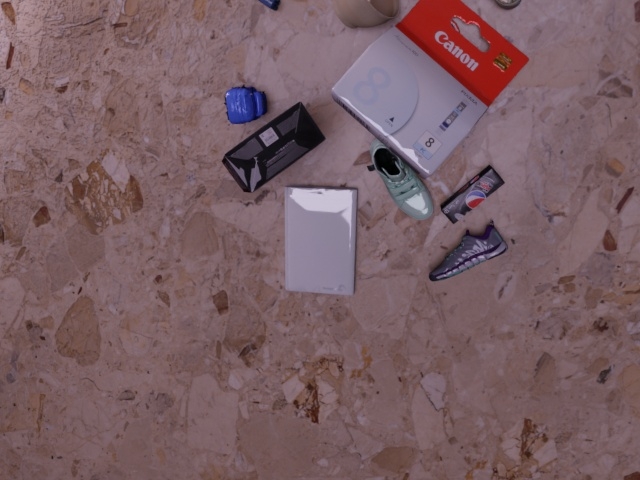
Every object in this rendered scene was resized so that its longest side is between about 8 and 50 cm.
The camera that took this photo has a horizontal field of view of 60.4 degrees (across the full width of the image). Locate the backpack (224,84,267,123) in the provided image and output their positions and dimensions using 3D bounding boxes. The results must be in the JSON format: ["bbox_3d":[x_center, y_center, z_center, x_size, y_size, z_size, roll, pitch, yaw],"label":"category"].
[{"bbox_3d":[-0.197,-0.358,1.439,0.101,0.120,0.098,-7,105,12],"label":"backpack"}]

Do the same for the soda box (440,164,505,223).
[{"bbox_3d":[0.396,-0.120,1.441,0.169,0.060,0.053,-42,97,19],"label":"soda box"}]

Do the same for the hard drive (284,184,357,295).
[{"bbox_3d":[0.000,0.000,1.560,0.202,0.040,0.308,3,107,9],"label":"hard drive"}]

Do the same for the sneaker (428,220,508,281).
[{"bbox_3d":[0.387,0.032,1.495,0.223,0.083,0.098,-26,80,12],"label":"sneaker"}]

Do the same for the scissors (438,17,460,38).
[{"bbox_3d":[0.319,-0.399,1.388,0.108,0.021,0.298,-12,103,11],"label":"scissors"}]

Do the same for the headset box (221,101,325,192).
[{"bbox_3d":[-0.128,-0.223,1.376,0.218,0.293,0.110,-37,101,-7],"label":"headset box"}]

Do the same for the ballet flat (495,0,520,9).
[{"bbox_3d":[0.388,-0.625,1.280,0.213,0.068,0.072,41,109,-4],"label":"ballet flat"}]

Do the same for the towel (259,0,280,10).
[{"bbox_3d":[-0.159,-0.623,1.378,0.119,0.067,0.029,34,111,-1],"label":"towel"}]

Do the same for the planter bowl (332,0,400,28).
[{"bbox_3d":[0.097,-0.578,1.313,0.109,0.162,0.162,-21,104,43],"label":"planter bowl"}]

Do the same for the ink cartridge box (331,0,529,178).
[{"bbox_3d":[0.264,-0.388,1.300,0.308,0.091,0.385,41,93,3],"label":"ink cartridge box"}]

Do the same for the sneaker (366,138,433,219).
[{"bbox_3d":[0.206,-0.143,1.420,0.094,0.151,0.256,-34,100,16],"label":"sneaker"}]
